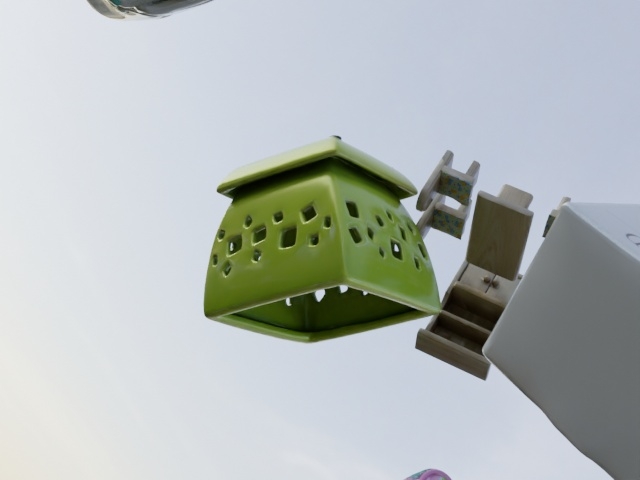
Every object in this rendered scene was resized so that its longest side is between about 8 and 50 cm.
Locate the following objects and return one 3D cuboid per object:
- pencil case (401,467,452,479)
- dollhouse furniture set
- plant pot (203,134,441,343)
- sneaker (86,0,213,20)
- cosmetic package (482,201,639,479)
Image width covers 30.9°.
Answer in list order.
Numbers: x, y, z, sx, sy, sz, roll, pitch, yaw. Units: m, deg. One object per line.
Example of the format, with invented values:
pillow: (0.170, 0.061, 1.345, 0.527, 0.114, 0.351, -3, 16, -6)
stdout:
pencil case: (0.027, 0.337, 1.305, 0.284, 0.124, 0.124, -21, -65, 37)
dollhouse furniture set: (0.216, 0.042, 1.518, 0.212, 0.161, 0.242, 24, -34, 16)
plant pot: (0.000, 0.000, 1.483, 0.228, 0.207, 0.227, -15, -22, 33)
sneaker: (-0.109, -0.171, 0.730, 0.212, 0.094, 0.080, -2, -56, 50)
cosmetic package: (0.387, 0.091, 1.015, 0.230, 0.453, 0.161, 44, -59, 37)
